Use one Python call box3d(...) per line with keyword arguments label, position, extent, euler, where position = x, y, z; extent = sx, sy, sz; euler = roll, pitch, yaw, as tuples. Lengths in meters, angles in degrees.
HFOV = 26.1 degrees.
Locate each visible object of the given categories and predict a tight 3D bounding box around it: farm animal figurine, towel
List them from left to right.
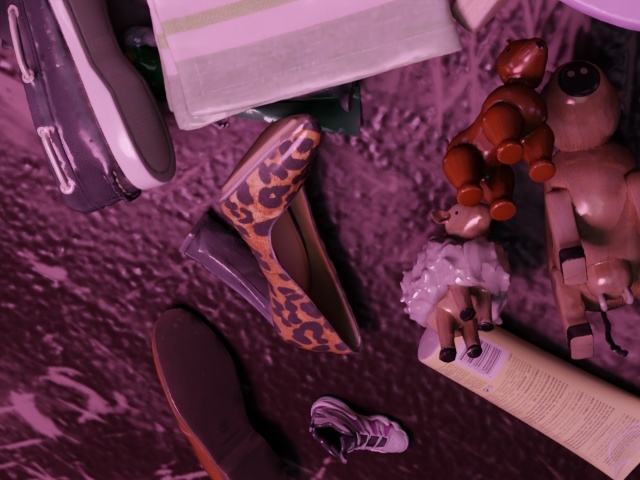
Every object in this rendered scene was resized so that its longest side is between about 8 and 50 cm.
box3d(label="towel", position=(-0.054, -0.267, 1.049), extent=(0.248, 0.038, 0.325), euler=(-14, 99, 24))
box3d(label="farm animal figurine", position=(0.240, -0.055, 1.085), extent=(0.330, 0.172, 0.327), euler=(0, 136, -8))

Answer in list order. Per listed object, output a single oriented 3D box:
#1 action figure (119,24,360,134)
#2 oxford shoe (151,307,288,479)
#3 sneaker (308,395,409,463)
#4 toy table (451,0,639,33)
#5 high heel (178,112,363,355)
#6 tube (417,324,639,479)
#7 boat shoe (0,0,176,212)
box3d(label="action figure", position=(-0.088, -0.143, 1.158), extent=(0.232, 0.063, 0.137), euler=(0, 118, 12))
box3d(label="oxford shoe", position=(-0.111, 0.163, 1.301), extent=(0.076, 0.076, 0.212), euler=(-9, 108, 56))
box3d(label="sneaker", position=(0.033, 0.188, 1.287), extent=(0.098, 0.069, 0.038), euler=(19, 116, -1))
box3d(label="toy table", position=(0.188, -0.251, 0.973), extent=(0.252, 0.161, 0.274), euler=(-34, 85, 7))
box3d(label="high heel", position=(0.000, 0.000, 1.156), extent=(0.186, 0.093, 0.261), euler=(36, 146, -4))
box3d(label="tube", position=(0.202, 0.137, 1.250), extent=(0.240, 0.062, 0.070), euler=(29, 159, -11))
box3d(label="boat shoe", position=(-0.216, -0.169, 1.105), extent=(0.091, 0.114, 0.302), euler=(-21, 87, 18))
